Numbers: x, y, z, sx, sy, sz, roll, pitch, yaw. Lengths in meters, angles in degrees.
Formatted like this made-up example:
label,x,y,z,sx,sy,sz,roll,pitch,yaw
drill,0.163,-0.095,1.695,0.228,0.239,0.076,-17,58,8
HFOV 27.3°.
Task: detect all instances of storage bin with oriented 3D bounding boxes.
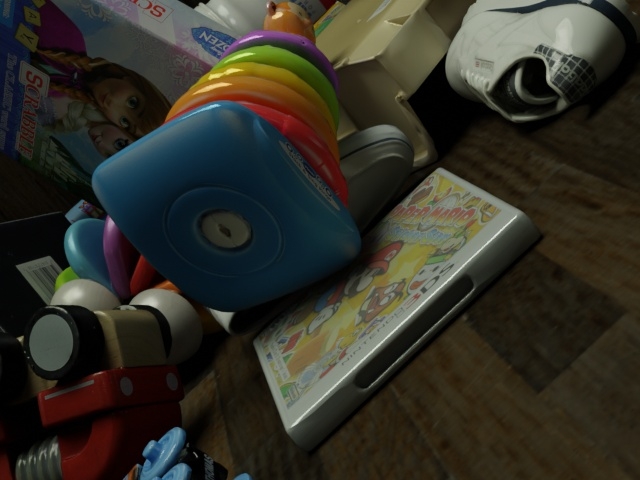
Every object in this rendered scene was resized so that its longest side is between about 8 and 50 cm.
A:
label,x,y,z,sx,sy,sz,roll,pitch,yaw
storage bin,0.075,-0.174,1.292,0.262,0.123,0.260,-51,16,-32

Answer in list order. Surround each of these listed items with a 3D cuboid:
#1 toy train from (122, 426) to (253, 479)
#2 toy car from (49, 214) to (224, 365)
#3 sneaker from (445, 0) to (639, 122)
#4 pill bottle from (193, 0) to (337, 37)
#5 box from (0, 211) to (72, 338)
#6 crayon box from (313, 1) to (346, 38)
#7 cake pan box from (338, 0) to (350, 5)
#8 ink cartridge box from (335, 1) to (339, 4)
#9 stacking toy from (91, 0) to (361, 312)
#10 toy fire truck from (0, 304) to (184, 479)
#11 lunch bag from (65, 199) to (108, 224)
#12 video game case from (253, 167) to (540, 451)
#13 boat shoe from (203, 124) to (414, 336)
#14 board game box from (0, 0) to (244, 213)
label,x,y,z,sx,sy,sz,roll,pitch,yaw
toy train,-0.089,0.186,0.771,0.105,0.080,0.184,-51,14,8
toy car,-0.165,0.027,1.238,0.182,0.136,0.159,6,27,16
sneaker,0.153,-0.138,1.046,0.094,0.090,0.235,-57,15,-14
pill bottle,-0.026,-0.427,2.136,0.408,0.229,0.229,-44,13,-1
box,-0.378,0.145,1.347,0.312,0.179,0.343,-40,-2,11
crayon box,0.036,-0.241,1.697,0.203,0.083,0.323,-47,14,-14
cake pan box,0.093,-0.320,1.392,0.246,0.267,0.070,-28,44,55
ink cartridge box,0.104,-0.359,1.885,0.175,0.072,0.127,-31,18,42
stacking toy,-0.043,-0.105,1.078,0.166,0.175,0.301,-24,32,31
toy fire truck,-0.217,0.188,1.023,0.217,0.246,0.158,-19,-11,27
lunch bag,-0.375,0.070,1.787,0.293,0.138,0.221,-22,24,49
video game case,0.043,0.038,0.939,0.206,0.026,0.227,-43,13,1
boat shoe,0.000,0.000,1.113,0.226,0.083,0.076,-43,40,5
board game box,-0.227,-0.156,1.479,0.066,0.318,0.318,-57,-6,-39
